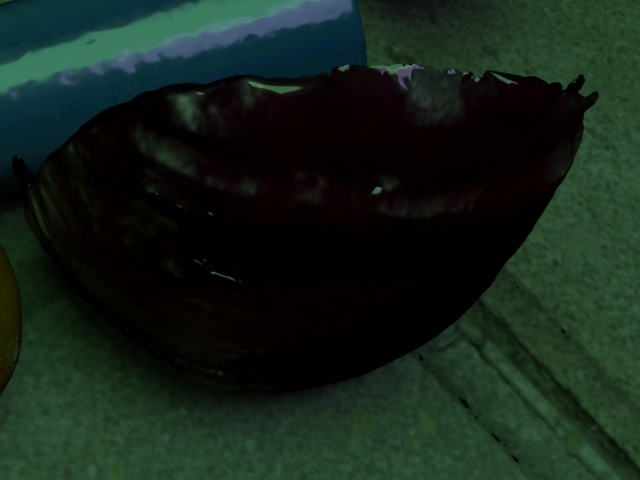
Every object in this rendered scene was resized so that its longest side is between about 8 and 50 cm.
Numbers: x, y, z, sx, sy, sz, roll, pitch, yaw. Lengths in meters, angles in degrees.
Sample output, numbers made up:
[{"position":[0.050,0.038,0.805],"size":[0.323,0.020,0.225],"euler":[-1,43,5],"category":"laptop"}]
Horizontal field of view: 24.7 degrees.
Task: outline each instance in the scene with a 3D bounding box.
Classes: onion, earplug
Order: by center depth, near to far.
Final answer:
[{"position":[0.000,0.000,0.783],"size":[0.314,0.280,0.146],"euler":[-1,78,-16],"category":"onion"},{"position":[-0.121,-0.102,0.876],"size":[0.273,0.132,0.132],"euler":[-18,69,-20],"category":"earplug"}]

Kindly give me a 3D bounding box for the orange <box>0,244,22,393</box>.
[{"position":[-0.234,0.038,0.765],"size":[0.156,0.124,0.156],"euler":[8,63,-15],"category":"orange"}]
